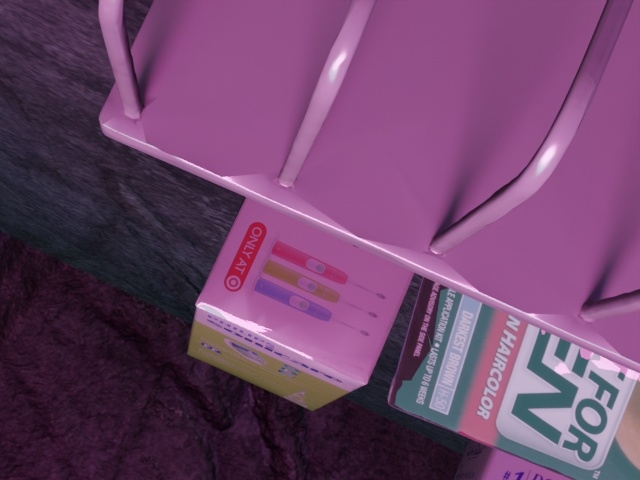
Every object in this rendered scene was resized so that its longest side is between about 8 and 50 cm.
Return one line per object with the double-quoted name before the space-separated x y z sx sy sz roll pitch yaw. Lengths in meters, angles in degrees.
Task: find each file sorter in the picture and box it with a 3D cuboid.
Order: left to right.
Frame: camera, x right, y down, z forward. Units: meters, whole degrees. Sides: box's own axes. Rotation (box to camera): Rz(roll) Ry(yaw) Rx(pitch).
"file sorter" 0.085 -0.084 0.421 0.278 0.193 0.173 24 171 -1

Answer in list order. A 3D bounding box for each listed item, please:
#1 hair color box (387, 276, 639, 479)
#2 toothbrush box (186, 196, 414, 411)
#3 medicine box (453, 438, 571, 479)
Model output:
"hair color box" 0.247 0.069 0.739 0.374 0.185 0.113 20 -149 13
"toothbrush box" 0.000 0.000 0.894 0.122 0.206 0.283 25 167 -3
"medicine box" 0.261 0.196 1.026 0.263 0.289 0.149 23 169 1
